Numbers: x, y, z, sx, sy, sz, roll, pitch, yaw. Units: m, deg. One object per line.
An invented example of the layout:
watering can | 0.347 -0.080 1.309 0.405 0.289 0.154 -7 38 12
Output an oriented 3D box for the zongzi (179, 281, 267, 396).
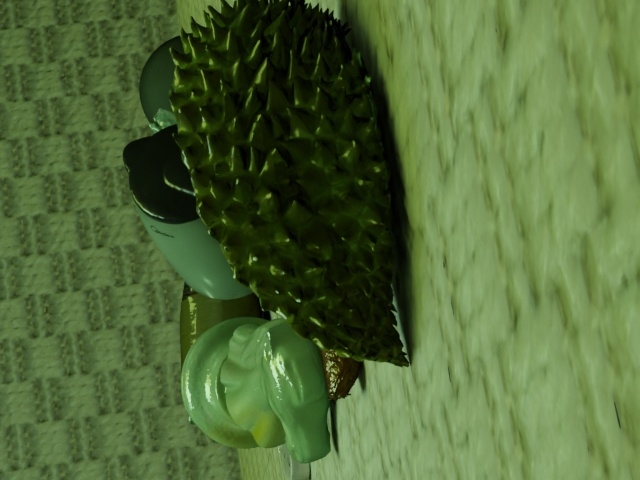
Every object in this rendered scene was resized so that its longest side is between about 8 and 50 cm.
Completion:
zongzi | -0.161 0.163 2.283 0.317 0.154 0.289 90 179 -75

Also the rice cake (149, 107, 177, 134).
rice cake | -0.148 -0.103 1.824 0.037 0.189 0.198 -60 -22 -16

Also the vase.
vase | -0.158 -0.221 1.837 0.321 0.173 0.173 -170 73 -78

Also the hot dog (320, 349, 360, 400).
hot dog | 0.019 0.114 1.281 0.058 0.035 0.083 101 161 -65

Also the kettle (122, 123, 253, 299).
kettle | -0.120 -0.033 1.638 0.161 0.221 0.236 -59 -24 -16

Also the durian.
durian | -0.025 -0.064 1.048 0.169 0.158 0.352 72 -177 -63

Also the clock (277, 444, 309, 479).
clock | -0.043 0.313 1.897 0.129 0.041 0.087 -127 34 -66

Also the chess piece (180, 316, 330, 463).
chess piece | -0.058 0.179 1.596 0.298 0.175 0.176 169 94 -69
